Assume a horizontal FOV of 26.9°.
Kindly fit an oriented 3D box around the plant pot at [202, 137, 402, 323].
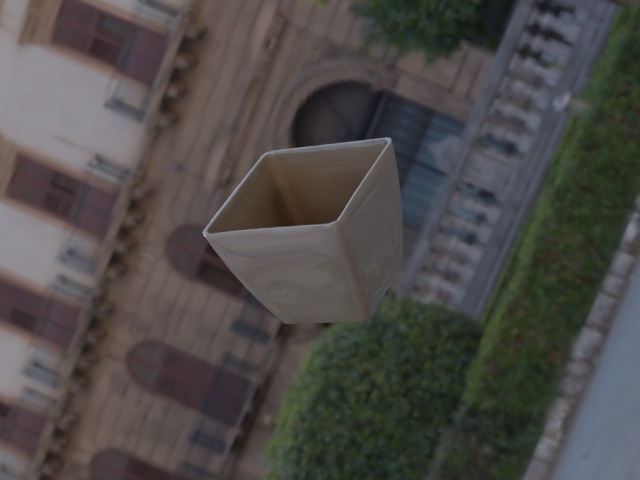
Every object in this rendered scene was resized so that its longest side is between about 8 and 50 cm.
[{"bbox_3d":[0.000,0.000,0.954,0.109,0.109,0.096,-56,-47,-46],"label":"plant pot"}]
